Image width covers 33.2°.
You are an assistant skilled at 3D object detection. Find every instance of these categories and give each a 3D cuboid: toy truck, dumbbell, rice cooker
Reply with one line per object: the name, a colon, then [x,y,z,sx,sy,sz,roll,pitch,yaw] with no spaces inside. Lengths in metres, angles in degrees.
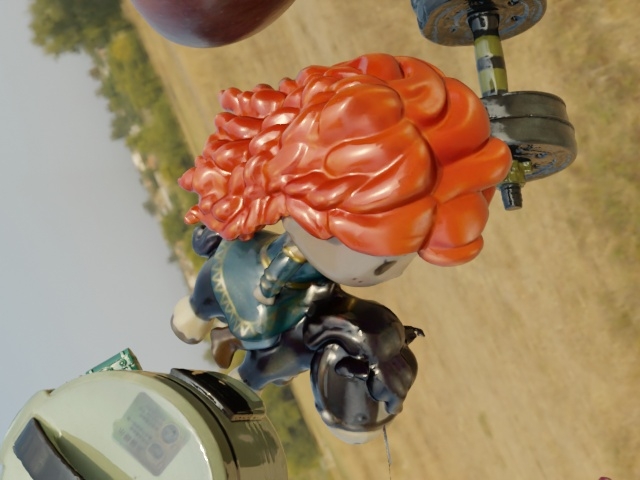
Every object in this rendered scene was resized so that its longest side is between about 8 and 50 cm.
toy truck: [-0.219,0.141,1.085,0.039,0.083,0.044,60,180,17]
dumbbell: [0.220,-0.225,1.391,0.185,0.185,0.388,92,173,-74]
rice cooker: [-0.151,0.216,0.941,0.226,0.226,0.244,65,-166,14]

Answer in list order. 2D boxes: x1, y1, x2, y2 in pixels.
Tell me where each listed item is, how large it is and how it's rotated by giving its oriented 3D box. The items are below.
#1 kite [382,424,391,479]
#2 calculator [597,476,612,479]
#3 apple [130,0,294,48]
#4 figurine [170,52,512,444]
kite: [0.063,0.201,0.972,0.044,0.002,0.078,-120,21,-84]
calculator: [0.337,0.352,1.197,0.190,0.034,0.127,48,-130,-46]
apple: [-0.110,-0.318,0.906,0.306,0.235,0.306,49,180,0]
figurine: [0.001,0.012,1.027,0.306,0.241,0.412,38,125,39]
